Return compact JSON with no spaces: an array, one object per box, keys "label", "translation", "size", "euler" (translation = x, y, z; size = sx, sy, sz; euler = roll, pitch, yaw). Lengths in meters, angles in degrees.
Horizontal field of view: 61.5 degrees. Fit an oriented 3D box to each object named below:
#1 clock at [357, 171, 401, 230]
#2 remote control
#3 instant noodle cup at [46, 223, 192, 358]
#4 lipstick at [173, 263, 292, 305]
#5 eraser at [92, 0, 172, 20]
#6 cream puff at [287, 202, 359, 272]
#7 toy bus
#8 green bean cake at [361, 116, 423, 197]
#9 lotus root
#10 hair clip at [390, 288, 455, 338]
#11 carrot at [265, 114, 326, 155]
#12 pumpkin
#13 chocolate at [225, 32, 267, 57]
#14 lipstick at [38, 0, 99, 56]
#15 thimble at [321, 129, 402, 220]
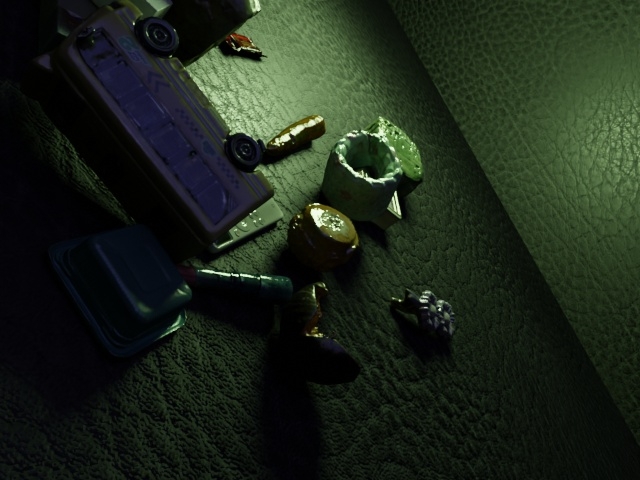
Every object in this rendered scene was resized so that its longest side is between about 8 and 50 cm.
[{"label":"clock","translation":[0.148,-0.141,1.530],"size":[0.147,0.071,0.192],"euler":[34,36,-32]},{"label":"remote control","translation":[-0.147,-0.040,1.036],"size":[0.067,0.029,0.261],"euler":[55,29,1]},{"label":"instant noodle cup","translation":[-0.260,0.054,0.739],"size":[0.179,0.070,0.157],"euler":[55,28,4]},{"label":"lipstick","translation":[-0.146,0.070,0.902],"size":[0.234,0.053,0.054],"euler":[16,46,-46]},{"label":"eraser","translation":[-0.402,-0.490,0.926],"size":[0.298,0.078,0.076],"euler":[43,32,-17]},{"label":"cream puff","translation":[0.000,0.000,1.123],"size":[0.165,0.115,0.150],"euler":[16,39,-36]},{"label":"toy bus","translation":[-0.253,-0.156,0.816],"size":[0.365,0.177,0.202],"euler":[53,50,-11]},{"label":"green bean cake","translation":[0.226,-0.262,1.726],"size":[0.222,0.125,0.227],"euler":[37,38,-27]},{"label":"lotus root","translation":[-0.294,-0.549,1.084],"size":[0.346,0.250,0.250],"euler":[59,28,-15]},{"label":"hair clip","translation":[0.282,0.193,1.387],"size":[0.292,0.084,0.106],"euler":[29,56,-45]},{"label":"carrot","translation":[-0.066,-0.263,1.364],"size":[0.066,0.066,0.314],"euler":[52,33,-4]},{"label":"pumpkin","translation":[-0.018,0.168,0.926],"size":[0.107,0.119,0.184],"euler":[-14,60,-20]},{"label":"chocolate","translation":[-0.211,-0.531,1.460],"size":[0.086,0.028,0.182],"euler":[49,28,6]},{"label":"lipstick","translation":[-0.451,-0.448,0.971],"size":[0.079,0.076,0.372],"euler":[20,44,-43]},{"label":"thimble","translation":[0.107,-0.167,1.352],"size":[0.185,0.149,0.211],"euler":[24,52,5]}]
